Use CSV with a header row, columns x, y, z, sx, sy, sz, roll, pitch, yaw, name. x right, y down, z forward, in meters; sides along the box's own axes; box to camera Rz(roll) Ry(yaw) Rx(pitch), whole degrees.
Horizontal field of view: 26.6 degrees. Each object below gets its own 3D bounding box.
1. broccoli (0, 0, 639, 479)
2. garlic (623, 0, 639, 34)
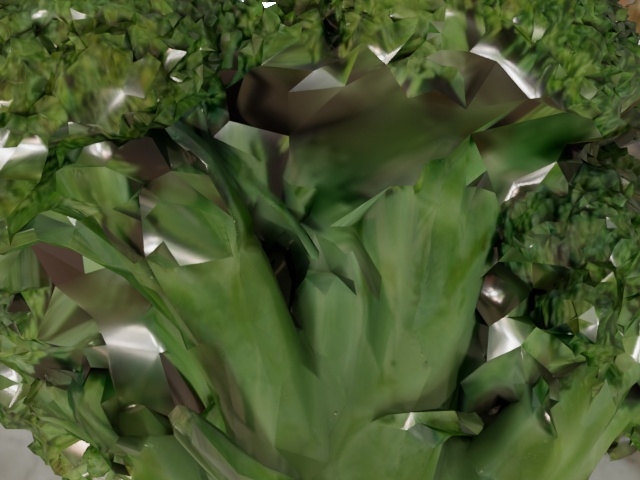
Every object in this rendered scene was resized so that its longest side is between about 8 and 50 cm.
x,y,z,sx,sy,sz,roll,pitch,yaw,name
-0.005,0.004,0.627,0.321,0.413,0.310,12,80,61,broccoli
0.190,-0.142,1.199,0.151,0.338,0.196,32,125,55,garlic
